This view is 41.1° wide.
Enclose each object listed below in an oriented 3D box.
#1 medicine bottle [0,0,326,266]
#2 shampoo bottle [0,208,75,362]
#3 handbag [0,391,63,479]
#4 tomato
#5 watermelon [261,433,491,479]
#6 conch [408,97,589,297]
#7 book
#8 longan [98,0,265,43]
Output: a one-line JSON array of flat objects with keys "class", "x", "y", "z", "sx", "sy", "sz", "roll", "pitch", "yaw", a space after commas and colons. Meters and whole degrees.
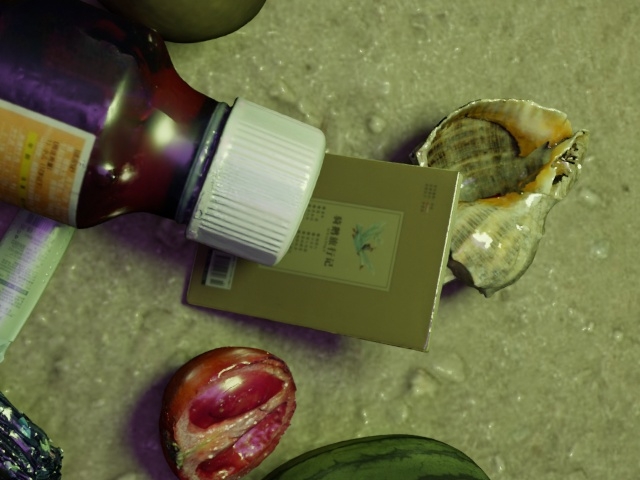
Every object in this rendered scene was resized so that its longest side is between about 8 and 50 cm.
[{"class": "medicine bottle", "x": -0.199, "y": -0.108, "z": 0.935, "sx": 0.395, "sy": 0.242, "sz": 0.242, "roll": 23, "pitch": 82, "yaw": -2}, {"class": "shampoo bottle", "x": -0.357, "y": 0.039, "z": 1.010, "sx": 0.072, "sy": 0.049, "sz": 0.212, "roll": 30, "pitch": 80, "yaw": -12}, {"class": "handbag", "x": -0.387, "y": 0.208, "z": 0.939, "sx": 0.260, "sy": 0.162, "sz": 0.113, "roll": 43, "pitch": 80, "yaw": -5}, {"class": "tomato", "x": -0.122, "y": 0.198, "z": 1.042, "sx": 0.173, "sy": 0.099, "sz": 0.189, "roll": -22, "pitch": 133, "yaw": -28}, {"class": "watermelon", "x": 0.071, "y": 0.363, "z": 0.985, "sx": 0.359, "sy": 0.279, "sz": 0.279, "roll": -11, "pitch": 90, "yaw": -13}, {"class": "conch", "x": 0.208, "y": -0.051, "z": 1.103, "sx": 0.291, "sy": 0.159, "sz": 0.210, "roll": -40, "pitch": 81, "yaw": -18}, {"class": "book", "x": 0.000, "y": 0.000, "z": 1.038, "sx": 0.310, "sy": 0.021, "sz": 0.217, "roll": 10, "pitch": 84, "yaw": 17}, {"class": "longan", "x": -0.172, "y": -0.334, "z": 0.981, "sx": 0.246, "sy": 0.246, "sz": 0.215, "roll": 8, "pitch": 79, "yaw": -13}]
